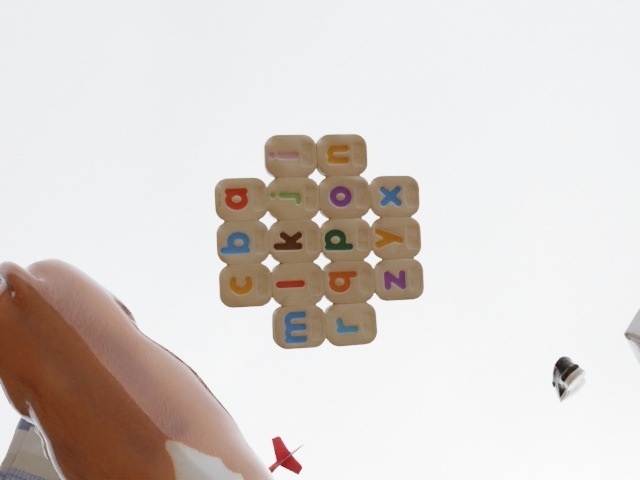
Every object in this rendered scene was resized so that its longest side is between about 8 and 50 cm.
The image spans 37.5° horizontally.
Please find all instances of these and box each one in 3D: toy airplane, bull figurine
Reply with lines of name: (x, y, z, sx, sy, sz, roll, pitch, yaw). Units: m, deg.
toy airplane: (-0.086, 0.355, 1.427, 0.151, 0.151, 0.028, 39, -23, -7)
bull figurine: (-0.097, 0.144, 0.576, 0.310, 0.101, 0.188, 53, -24, 10)

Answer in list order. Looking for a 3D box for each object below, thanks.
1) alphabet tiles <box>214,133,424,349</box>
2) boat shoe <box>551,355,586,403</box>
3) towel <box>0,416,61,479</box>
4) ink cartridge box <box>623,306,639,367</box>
alphabet tiles: (0.000, 0.000, 1.256, 0.278, 0.021, 0.284, -3, -92, -12)
boat shoe: (0.350, 0.199, 1.347, 0.046, 0.125, 0.038, -39, -116, -4)
towel: (-0.320, 0.364, 1.149, 0.209, 0.285, 0.034, 16, -18, 8)
ink cartridge box: (0.581, 0.153, 1.362, 0.131, 0.226, 0.306, 18, -27, 46)
